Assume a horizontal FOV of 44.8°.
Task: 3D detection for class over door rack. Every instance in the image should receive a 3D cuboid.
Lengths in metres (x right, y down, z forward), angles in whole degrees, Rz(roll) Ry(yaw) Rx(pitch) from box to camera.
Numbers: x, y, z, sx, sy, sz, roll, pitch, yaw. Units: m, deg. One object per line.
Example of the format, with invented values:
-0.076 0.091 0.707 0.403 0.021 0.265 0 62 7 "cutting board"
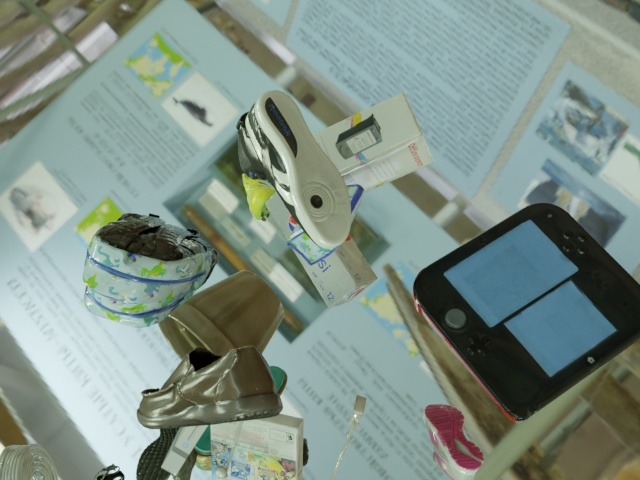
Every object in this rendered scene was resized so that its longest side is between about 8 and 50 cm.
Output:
-0.073 0.435 1.534 0.239 0.325 0.108 18 -173 0 "over door rack"

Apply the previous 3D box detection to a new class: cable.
-0.772 0.665 2.043 0.257 0.089 0.257 -93 -11 -77 "cable"

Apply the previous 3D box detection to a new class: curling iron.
-0.382 0.562 1.737 0.274 0.068 0.035 30 161 -33 "curling iron"

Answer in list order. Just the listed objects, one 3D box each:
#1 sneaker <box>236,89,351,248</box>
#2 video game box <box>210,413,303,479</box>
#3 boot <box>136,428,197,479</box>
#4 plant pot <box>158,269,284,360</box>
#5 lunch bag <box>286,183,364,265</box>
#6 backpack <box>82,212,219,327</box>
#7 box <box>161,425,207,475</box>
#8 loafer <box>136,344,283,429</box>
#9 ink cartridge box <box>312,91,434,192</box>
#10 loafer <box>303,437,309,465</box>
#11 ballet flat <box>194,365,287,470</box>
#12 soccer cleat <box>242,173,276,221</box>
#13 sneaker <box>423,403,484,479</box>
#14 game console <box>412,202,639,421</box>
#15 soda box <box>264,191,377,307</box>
-0.040 -0.080 1.031 0.121 0.079 0.217 -31 82 58 "sneaker"
-0.137 0.449 1.664 0.205 0.187 0.048 9 -160 18 "video game box"
-0.319 0.494 1.693 0.246 0.083 0.161 -75 -22 -63 "boot"
-0.264 0.246 2.260 0.323 0.280 0.323 36 152 23 "plant pot"
0.018 -0.040 1.570 0.096 0.129 0.151 42 136 -19 "lunch bag"
-0.421 0.063 1.845 0.290 0.274 0.355 23 175 -2 "backpack"
-0.243 0.355 1.549 0.038 0.186 0.145 32 -165 -6 "box"
-0.192 0.249 1.329 0.133 0.130 0.365 7 162 -43 "loafer"
0.106 -0.214 1.922 0.131 0.306 0.226 68 -171 17 "ink cartridge box"
-0.126 0.521 1.951 0.223 0.078 0.076 16 158 -34 "loafer"
-0.212 0.467 2.033 0.123 0.348 0.123 23 134 26 "ballet flat"
-0.160 -0.122 1.978 0.121 0.093 0.289 38 -171 -4 "soccer cleat"
0.315 0.508 1.924 0.252 0.102 0.111 -109 23 -59 "sneaker"
0.408 0.117 1.491 0.342 0.386 0.060 50 161 31 "game console"
0.000 0.000 1.720 0.091 0.098 0.286 -12 -115 -53 "soda box"
